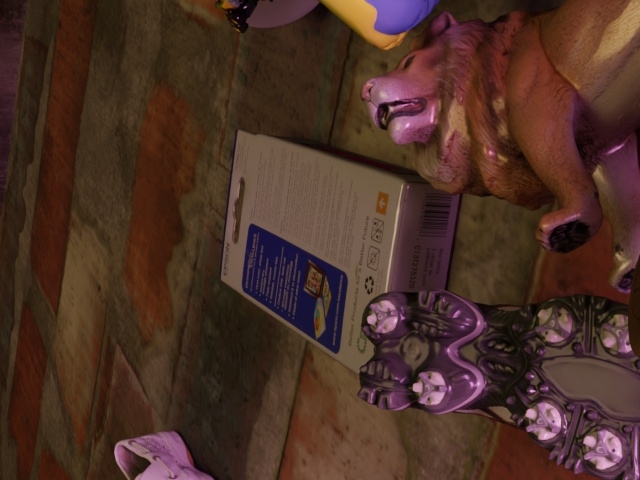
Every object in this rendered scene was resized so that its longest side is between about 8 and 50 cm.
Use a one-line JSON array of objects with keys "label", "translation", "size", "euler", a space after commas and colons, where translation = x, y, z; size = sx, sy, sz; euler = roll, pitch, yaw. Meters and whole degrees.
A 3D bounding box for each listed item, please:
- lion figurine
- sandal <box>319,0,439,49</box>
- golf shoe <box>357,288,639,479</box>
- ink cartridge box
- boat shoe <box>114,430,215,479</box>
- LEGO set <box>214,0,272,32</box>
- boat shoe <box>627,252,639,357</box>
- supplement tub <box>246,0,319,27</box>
[{"label": "lion figurine", "translation": [0.189, -0.133, 0.650], "size": [0.392, 0.142, 0.240], "euler": [-43, 40, 35]}, {"label": "sandal", "translation": [0.068, -0.258, 0.795], "size": [0.138, 0.126, 0.317], "euler": [-37, 22, 39]}, {"label": "golf shoe", "translation": [0.155, 0.083, 0.709], "size": [0.273, 0.120, 0.105], "euler": [12, 92, 41]}, {"label": "ink cartridge box", "translation": [0.000, 0.000, 1.055], "size": [0.371, 0.069, 0.175], "euler": [24, 109, 59]}, {"label": "boat shoe", "translation": [-0.195, 0.325, 1.370], "size": [0.277, 0.096, 0.098], "euler": [30, 113, 61]}, {"label": "LEGO set", "translation": [-0.062, -0.366, 0.914], "size": [0.331, 0.192, 0.255], "euler": [-58, 1, 8]}, {"label": "boat shoe", "translation": [0.261, -0.043, 0.463], "size": [0.342, 0.123, 0.123], "euler": [-60, 8, 40]}, {"label": "supplement tub", "translation": [-0.072, -0.331, 1.146], "size": [0.144, 0.144, 0.199], "euler": [-63, 35, 39]}]
